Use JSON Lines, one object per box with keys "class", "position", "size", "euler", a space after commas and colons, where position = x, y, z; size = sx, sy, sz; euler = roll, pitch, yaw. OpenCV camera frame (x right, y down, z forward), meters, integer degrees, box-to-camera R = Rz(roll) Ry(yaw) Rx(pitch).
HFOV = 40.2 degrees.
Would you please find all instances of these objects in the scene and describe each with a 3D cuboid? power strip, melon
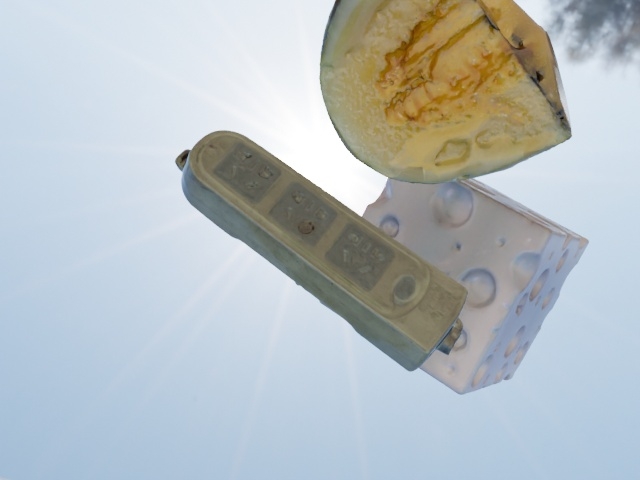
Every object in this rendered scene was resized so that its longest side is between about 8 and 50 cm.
{"class": "power strip", "position": [-0.001, 0.001, 0.738], "size": [0.286, 0.048, 0.080], "euler": [36, -129, 4]}
{"class": "melon", "position": [0.057, -0.105, 0.498], "size": [0.160, 0.128, 0.079], "euler": [46, -166, -26]}

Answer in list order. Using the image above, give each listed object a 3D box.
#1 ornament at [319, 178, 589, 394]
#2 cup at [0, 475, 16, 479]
{"class": "ornament", "position": [0.190, 0.042, 1.215], "size": [0.239, 0.240, 0.240], "euler": [31, -169, 25]}
{"class": "cup", "position": [-0.242, 0.346, 0.746], "size": [0.256, 0.255, 0.178], "euler": [26, 165, -23]}
